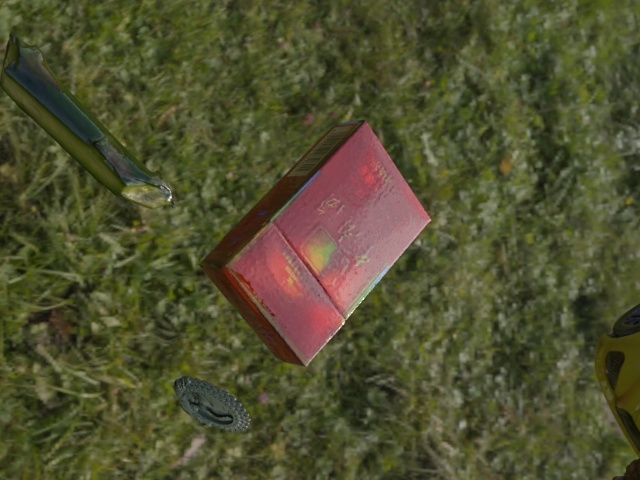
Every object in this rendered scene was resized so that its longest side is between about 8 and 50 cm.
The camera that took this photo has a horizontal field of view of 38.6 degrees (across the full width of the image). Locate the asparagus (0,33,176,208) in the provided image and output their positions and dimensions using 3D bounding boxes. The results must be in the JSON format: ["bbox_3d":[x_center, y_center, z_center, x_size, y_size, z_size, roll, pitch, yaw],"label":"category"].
[{"bbox_3d":[-0.108,-0.050,0.420,0.108,0.025,0.021,45,55,-6],"label":"asparagus"}]

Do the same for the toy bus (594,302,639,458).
[{"bbox_3d":[0.332,0.059,0.536,0.145,0.331,0.151,58,21,-3],"label":"toy bus"}]

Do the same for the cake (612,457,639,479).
[{"bbox_3d":[0.373,0.245,0.832,0.147,0.134,0.135,34,96,-10],"label":"cake"}]

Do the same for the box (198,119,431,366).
[{"bbox_3d":[0.001,0.000,1.322,0.313,0.089,0.197,-48,117,-24],"label":"box"}]

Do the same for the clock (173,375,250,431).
[{"bbox_3d":[-0.103,0.158,0.872,0.010,0.083,0.074,-55,143,-39],"label":"clock"}]
